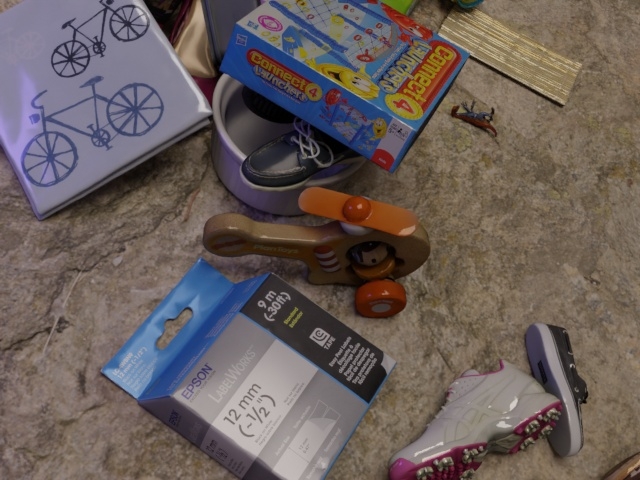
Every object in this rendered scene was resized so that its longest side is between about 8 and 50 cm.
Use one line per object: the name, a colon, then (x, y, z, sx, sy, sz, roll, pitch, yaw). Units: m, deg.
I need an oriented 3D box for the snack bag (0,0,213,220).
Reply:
snack bag: (-0.387, -0.253, 1.274, 0.323, 0.037, 0.342, -32, 83, -1)

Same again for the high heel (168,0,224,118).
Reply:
high heel: (-0.211, -0.375, 1.420, 0.127, 0.181, 0.377, 10, 58, -11)

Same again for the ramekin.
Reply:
ramekin: (-0.057, -0.177, 1.380, 0.277, 0.135, 0.277, 8, 59, -13)

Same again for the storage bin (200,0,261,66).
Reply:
storage bin: (-0.142, -0.369, 1.358, 0.091, 0.098, 0.135, -8, 96, 6)

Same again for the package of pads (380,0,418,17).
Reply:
package of pads: (0.070, -0.557, 1.665, 0.296, 0.101, 0.229, 30, 58, 1)

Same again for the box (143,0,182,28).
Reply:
box: (-0.329, -0.463, 1.378, 0.165, 0.143, 0.270, 41, 98, 8)

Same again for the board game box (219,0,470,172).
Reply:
board game box: (0.050, -0.281, 1.261, 0.302, 0.086, 0.308, 31, 41, 4)

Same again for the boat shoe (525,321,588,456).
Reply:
boat shoe: (0.400, 0.240, 1.317, 0.076, 0.080, 0.228, 2, 52, -14)

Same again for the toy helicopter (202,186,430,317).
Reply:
toy helicopter: (0.000, 0.000, 1.233, 0.355, 0.235, 0.140, 6, 59, -14)

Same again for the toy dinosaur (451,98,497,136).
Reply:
toy dinosaur: (0.302, -0.246, 1.591, 0.082, 0.047, 0.090, -11, 74, -3)

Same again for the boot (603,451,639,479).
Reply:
boot: (0.582, 0.413, 1.256, 0.248, 0.090, 0.207, -12, 63, -27)

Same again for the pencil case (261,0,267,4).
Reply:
pencil case: (-0.094, -0.502, 1.534, 0.086, 0.206, 0.088, 11, 9, 35)

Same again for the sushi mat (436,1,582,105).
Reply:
sushi mat: (0.406, -0.410, 1.732, 0.316, 0.019, 0.151, 28, 57, 0)

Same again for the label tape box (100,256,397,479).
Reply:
label tape box: (-0.101, 0.185, 1.166, 0.348, 0.115, 0.249, 36, 57, 4)

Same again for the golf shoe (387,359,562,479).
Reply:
golf shoe: (0.217, 0.280, 1.227, 0.306, 0.115, 0.140, -16, 50, -26)

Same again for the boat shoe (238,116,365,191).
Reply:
boat shoe: (-0.007, -0.145, 1.247, 0.254, 0.079, 0.095, -17, 66, -26)

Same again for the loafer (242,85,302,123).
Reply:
loafer: (-0.027, -0.241, 1.307, 0.220, 0.080, 0.078, 1, 49, -26)

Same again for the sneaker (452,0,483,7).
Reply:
sneaker: (0.296, -0.617, 1.757, 0.127, 0.208, 0.319, -16, 19, 12)
